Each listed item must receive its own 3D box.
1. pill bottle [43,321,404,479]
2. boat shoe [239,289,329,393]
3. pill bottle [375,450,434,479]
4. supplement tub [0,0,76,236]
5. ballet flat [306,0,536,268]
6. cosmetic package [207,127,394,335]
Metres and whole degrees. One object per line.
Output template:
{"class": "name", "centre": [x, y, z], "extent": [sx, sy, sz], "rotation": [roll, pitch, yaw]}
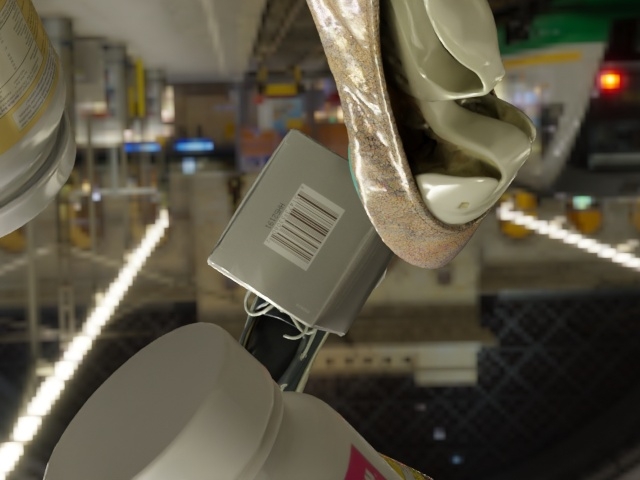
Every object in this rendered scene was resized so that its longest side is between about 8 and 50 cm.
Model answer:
{"class": "pill bottle", "centre": [-0.013, 0.188, 0.873], "extent": [0.160, 0.283, 0.160], "rotation": [-35, -156, 18]}
{"class": "boat shoe", "centre": [-0.041, 0.088, 1.705], "extent": [0.095, 0.254, 0.079], "rotation": [25, -176, 19]}
{"class": "pill bottle", "centre": [-0.017, 0.192, 1.128], "extent": [0.215, 0.117, 0.117], "rotation": [29, 170, -27]}
{"class": "supplement tub", "centre": [-0.370, -0.174, 1.372], "extent": [0.241, 0.331, 0.241], "rotation": [-10, -135, 10]}
{"class": "ballet flat", "centre": [0.065, -0.084, 0.900], "extent": [0.106, 0.316, 0.107], "rotation": [20, -120, 37]}
{"class": "cosmetic package", "centre": [0.000, 0.000, 1.245], "extent": [0.107, 0.127, 0.238], "rotation": [32, 178, 6]}
